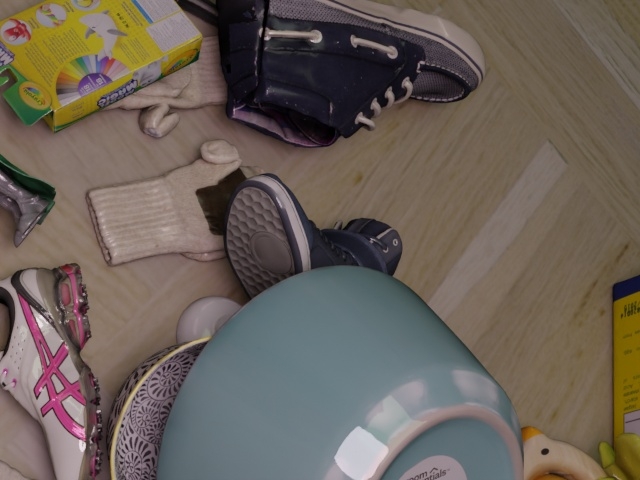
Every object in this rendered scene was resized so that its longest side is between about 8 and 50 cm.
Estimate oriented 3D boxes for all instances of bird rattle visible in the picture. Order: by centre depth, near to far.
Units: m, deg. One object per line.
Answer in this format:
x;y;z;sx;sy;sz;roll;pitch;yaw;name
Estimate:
0.252;0.306;1.126;0.207;0.143;0.254;33;68;-7;bird rattle

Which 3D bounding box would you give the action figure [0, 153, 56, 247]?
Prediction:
-0.316;-0.086;0.860;0.232;0.137;0.063;37;66;-8;action figure

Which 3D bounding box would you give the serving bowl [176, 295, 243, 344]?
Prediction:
-0.088;0.088;0.997;0.083;0.027;0.083;14;65;-32;serving bowl

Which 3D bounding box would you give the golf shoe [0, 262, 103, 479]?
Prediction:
-0.219;0.113;0.876;0.085;0.067;0.186;-8;73;-14;golf shoe

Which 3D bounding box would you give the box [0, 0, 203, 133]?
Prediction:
-0.206;-0.168;0.970;0.179;0.043;0.105;-31;74;-26;box

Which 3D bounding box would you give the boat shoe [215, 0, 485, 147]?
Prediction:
0.037;-0.158;1.127;0.340;0.127;0.158;12;69;-35;boat shoe

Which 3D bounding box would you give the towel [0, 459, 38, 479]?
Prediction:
-0.283;0.276;0.766;0.187;0.049;0.282;41;52;-17;towel

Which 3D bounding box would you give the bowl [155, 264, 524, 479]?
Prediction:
0.044;0.190;0.878;0.311;0.163;0.312;-12;110;-35;bowl

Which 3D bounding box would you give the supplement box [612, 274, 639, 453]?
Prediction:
0.466;0.211;1.243;0.195;0.194;0.357;23;60;-27;supplement box

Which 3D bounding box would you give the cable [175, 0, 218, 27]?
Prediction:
-0.150;-0.263;1.067;0.287;0.072;0.140;26;58;-26;cable

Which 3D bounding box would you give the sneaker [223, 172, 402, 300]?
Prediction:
-0.001;0.000;1.015;0.163;0.086;0.226;-49;139;-36;sneaker

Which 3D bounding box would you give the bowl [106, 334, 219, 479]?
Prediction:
-0.113;0.149;0.903;0.170;0.080;0.170;-12;110;-35;bowl

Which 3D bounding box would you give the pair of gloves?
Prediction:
-0.131;-0.098;1.034;0.204;0.042;0.240;-3;72;-37;pair of gloves
